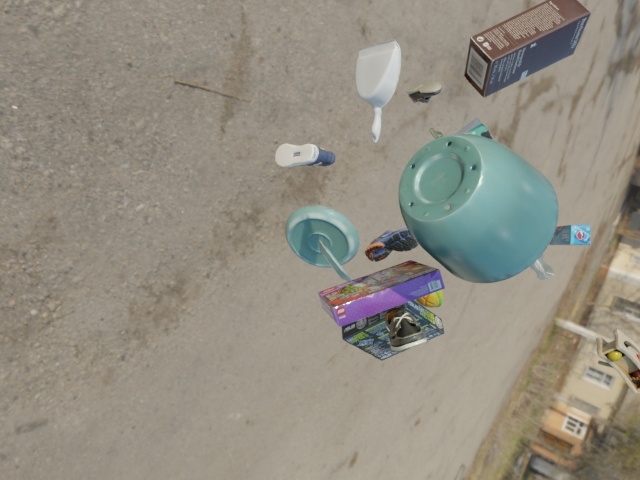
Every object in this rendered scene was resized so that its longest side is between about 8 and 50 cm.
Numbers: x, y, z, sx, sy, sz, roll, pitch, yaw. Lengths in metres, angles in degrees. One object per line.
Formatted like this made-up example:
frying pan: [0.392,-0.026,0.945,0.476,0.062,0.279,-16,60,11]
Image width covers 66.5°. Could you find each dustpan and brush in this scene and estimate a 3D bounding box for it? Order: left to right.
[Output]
dustpan and brush: [0.128,-0.333,1.116,0.060,0.147,0.211,9,96,-32]

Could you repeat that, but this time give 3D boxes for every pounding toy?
pounding toy: [1.018,0.435,1.650,0.155,0.269,0.154,-42,-159,37]

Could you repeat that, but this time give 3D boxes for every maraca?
maraca: [0.380,0.184,1.794,0.099,0.186,0.127,-29,110,-19]

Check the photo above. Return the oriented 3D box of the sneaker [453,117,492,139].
sneaker: [0.570,-0.366,1.984,0.302,0.121,0.108,-40,170,-6]

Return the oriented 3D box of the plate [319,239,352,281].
plate: [0.046,0.077,1.671,0.024,0.188,0.188,-37,146,2]

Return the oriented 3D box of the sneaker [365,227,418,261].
sneaker: [0.250,-0.006,1.656,0.083,0.221,0.087,53,35,-25]

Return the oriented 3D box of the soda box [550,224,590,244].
soda box: [0.896,-0.018,1.763,0.210,0.067,0.071,9,82,-84]

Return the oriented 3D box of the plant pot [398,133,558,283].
plant pot: [0.302,-0.082,1.014,0.235,0.293,0.293,26,87,-42]

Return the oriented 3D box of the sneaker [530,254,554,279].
sneaker: [0.738,0.067,1.676,0.054,0.152,0.061,-16,169,-22]

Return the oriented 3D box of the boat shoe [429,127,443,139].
boat shoe: [0.540,-0.446,2.151,0.048,0.153,0.056,-44,-172,19]

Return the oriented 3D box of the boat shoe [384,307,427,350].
boat shoe: [0.196,0.210,1.171,0.233,0.084,0.079,-36,107,-89]

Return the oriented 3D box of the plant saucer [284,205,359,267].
plant saucer: [0.000,0.000,1.990,0.043,0.318,0.317,-68,158,-48]

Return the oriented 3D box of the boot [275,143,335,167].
boot: [-0.046,-0.231,1.370,0.086,0.190,0.069,9,93,-39]

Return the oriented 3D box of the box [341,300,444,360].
box: [0.241,0.297,1.633,0.216,0.270,0.060,34,38,-32]

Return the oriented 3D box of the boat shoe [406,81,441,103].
boat shoe: [0.416,-0.575,1.922,0.075,0.206,0.065,-34,113,-11]

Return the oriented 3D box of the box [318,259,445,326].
box: [0.153,0.133,1.305,0.293,0.201,0.057,-18,98,-9]

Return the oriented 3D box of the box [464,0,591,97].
box: [0.708,-0.676,1.699,0.381,0.143,0.191,-28,155,-3]
